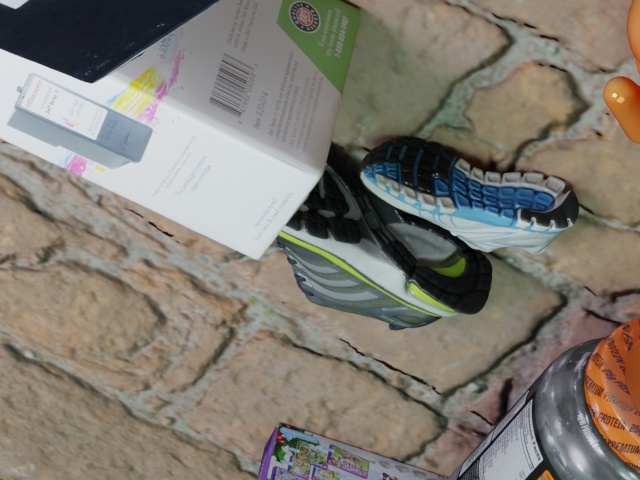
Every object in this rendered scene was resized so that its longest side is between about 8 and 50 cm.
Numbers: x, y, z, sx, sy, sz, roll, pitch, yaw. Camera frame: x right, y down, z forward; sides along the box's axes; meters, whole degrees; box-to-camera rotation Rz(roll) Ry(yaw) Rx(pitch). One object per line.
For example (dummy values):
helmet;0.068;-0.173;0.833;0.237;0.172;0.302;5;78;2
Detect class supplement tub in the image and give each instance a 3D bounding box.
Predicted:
supplement tub;0.251;0.229;1.870;0.207;0.207;0.338;23;137;-12

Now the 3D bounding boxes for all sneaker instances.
sneaker;0.000;0.000;1.760;0.300;0.111;0.121;32;139;-17
sneaker;0.121;-0.026;1.730;0.190;0.071;0.083;17;144;-5

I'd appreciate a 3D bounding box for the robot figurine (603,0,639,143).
robot figurine;0.307;-0.131;1.523;0.158;0.128;0.219;1;138;32

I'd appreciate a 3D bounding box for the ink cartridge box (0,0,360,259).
ink cartridge box;-0.161;-0.158;1.548;0.353;0.207;0.119;26;135;-13

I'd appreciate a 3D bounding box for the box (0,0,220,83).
box;-0.212;-0.299;1.286;0.182;0.294;0.296;-27;147;37

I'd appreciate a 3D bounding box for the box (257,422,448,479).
box;0.068;0.319;2.016;0.293;0.201;0.057;19;137;-7
